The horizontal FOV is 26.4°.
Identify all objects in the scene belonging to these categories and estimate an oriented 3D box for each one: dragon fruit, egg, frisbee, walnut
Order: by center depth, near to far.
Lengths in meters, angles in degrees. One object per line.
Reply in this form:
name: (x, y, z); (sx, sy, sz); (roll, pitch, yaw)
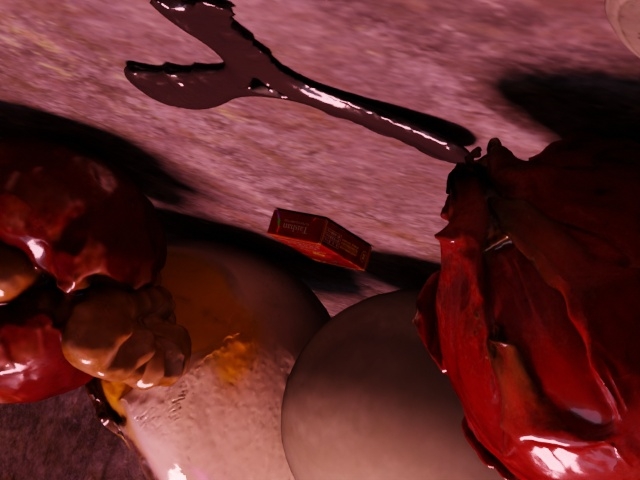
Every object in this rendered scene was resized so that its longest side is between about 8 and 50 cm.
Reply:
dragon fruit: (0.137, 0.044, 0.636); (0.209, 0.172, 0.172); (36, 162, -30)
frisbee: (-0.039, -0.086, 0.701); (0.211, 0.012, 0.187); (13, 170, 26)
walnut: (-0.207, 0.031, 1.105); (0.244, 0.222, 0.269); (25, -174, 2)
egg: (0.127, 0.179, 1.210); (0.352, 0.258, 0.258); (20, 170, -27)
egg: (-0.080, 0.117, 1.331); (0.337, 0.201, 0.337); (51, -166, -19)

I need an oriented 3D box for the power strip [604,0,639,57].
power strip: (0.189, -0.059, 0.394); (0.227, 0.029, 0.080); (12, 170, 27)

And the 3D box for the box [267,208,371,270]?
box: (0.000, 0.000, 1.108); (0.051, 0.023, 0.082); (12, 170, 32)
